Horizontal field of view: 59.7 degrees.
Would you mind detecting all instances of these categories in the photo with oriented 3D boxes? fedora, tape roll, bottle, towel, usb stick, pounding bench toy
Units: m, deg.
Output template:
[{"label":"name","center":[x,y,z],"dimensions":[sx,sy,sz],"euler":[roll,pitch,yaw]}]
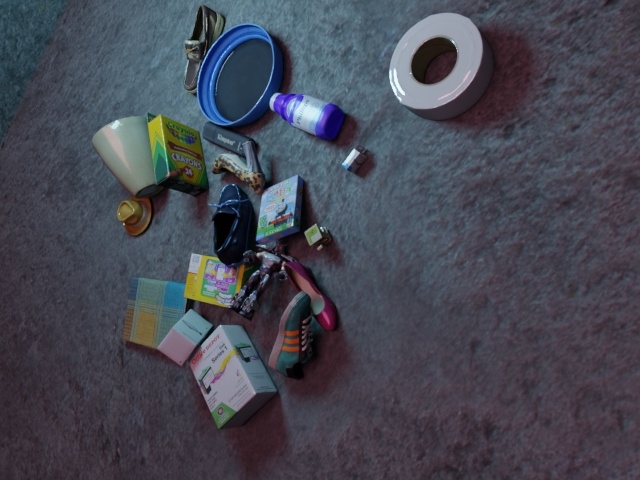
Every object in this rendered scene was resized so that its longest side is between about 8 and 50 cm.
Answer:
[{"label":"fedora","center":[-0.793,-0.116,2.344],"dimensions":[0.194,0.079,0.194],"euler":[-7,77,34]},{"label":"tape roll","center":[0.342,-0.493,1.595],"dimensions":[0.286,0.100,0.286],"euler":[-7,78,34]},{"label":"bottle","center":[-0.054,-0.428,1.867],"dimensions":[0.283,0.092,0.118],"euler":[30,100,35]},{"label":"towel","center":[-0.641,0.289,2.186],"dimensions":[0.370,0.040,0.272],"euler":[4,82,38]},{"label":"usb stick","center":[-0.348,-0.381,2.096],"dimensions":[0.278,0.045,0.077],"euler":[28,102,35]},{"label":"pounding bench toy","center":[0.000,0.000,1.764],"dimensions":[0.052,0.065,0.083],"euler":[-36,63,24]}]

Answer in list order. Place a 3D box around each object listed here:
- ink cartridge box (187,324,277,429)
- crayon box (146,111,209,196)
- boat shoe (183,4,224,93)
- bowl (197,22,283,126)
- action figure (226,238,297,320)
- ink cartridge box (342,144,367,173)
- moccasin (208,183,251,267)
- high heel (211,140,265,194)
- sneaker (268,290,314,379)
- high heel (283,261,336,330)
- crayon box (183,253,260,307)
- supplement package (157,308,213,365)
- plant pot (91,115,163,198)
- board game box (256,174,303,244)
[{"label":"ink cartridge box","center":[-0.299,0.449,1.860],"dimensions":[0.201,0.117,0.278],"euler":[-46,58,20]},{"label":"crayon box","center":[-0.549,-0.344,2.136],"dimensions":[0.081,0.202,0.319],"euler":[-26,68,29]},{"label":"boat shoe","center":[-0.495,-0.766,2.226],"dimensions":[0.123,0.123,0.342],"euler":[24,95,36]},{"label":"bowl","center":[-0.300,-0.610,2.087],"dimensions":[0.391,0.077,0.391],"euler":[-7,77,35]},{"label":"action figure","center":[-0.190,0.119,1.825],"dimensions":[0.185,0.099,0.285],"euler":[21,75,34]},{"label":"ink cartridge box","center":[0.111,-0.255,1.743],"dimensions":[0.083,0.048,0.028],"euler":[-52,57,17]},{"label":"moccasin","center":[-0.311,-0.074,1.927],"dimensions":[0.137,0.117,0.342],"euler":[-26,50,18]},{"label":"high heel","center":[-0.303,-0.225,2.000],"dimensions":[0.261,0.093,0.186],"euler":[-19,83,44]},{"label":"sneaker","center":[-0.063,0.296,1.715],"dimensions":[0.121,0.108,0.302],"euler":[27,119,18]},{"label":"high heel","center":[-0.035,0.170,1.725],"dimensions":[0.082,0.117,0.244],"euler":[-35,63,25]},{"label":"crayon box","center":[-0.353,0.146,1.978],"dimensions":[0.278,0.081,0.165],"euler":[7,85,36]},{"label":"supplement package","center":[-0.469,0.336,1.950],"dimensions":[0.105,0.179,0.105],"euler":[37,106,-3]},{"label":"plant pot","center":[-0.753,-0.318,2.275],"dimensions":[0.256,0.256,0.274],"euler":[-31,81,27]},{"label":"board game box","center":[-0.134,-0.102,1.857],"dimensions":[0.160,0.039,0.212],"euler":[-20,49,31]}]
